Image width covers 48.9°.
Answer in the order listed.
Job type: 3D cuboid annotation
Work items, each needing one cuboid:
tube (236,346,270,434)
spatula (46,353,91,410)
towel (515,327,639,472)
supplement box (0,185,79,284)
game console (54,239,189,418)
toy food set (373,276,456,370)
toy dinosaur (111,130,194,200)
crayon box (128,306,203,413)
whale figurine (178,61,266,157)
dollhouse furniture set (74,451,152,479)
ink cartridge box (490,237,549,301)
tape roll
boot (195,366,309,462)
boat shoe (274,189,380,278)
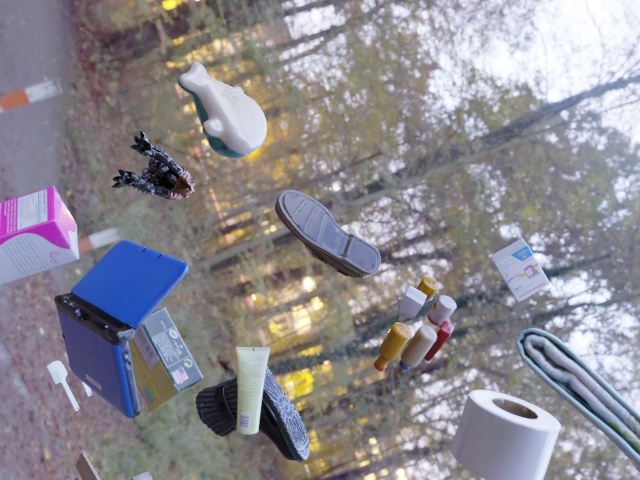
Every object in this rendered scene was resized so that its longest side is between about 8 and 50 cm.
[{"bbox_3d":[-0.191,0.408,1.928,0.062,0.070,0.240,11,-78,36],"label":"tube"},{"bbox_3d":[-0.740,0.413,2.183,0.019,0.168,0.242,21,-41,28],"label":"spatula"},{"bbox_3d":[0.589,0.349,1.491,0.374,0.090,0.320,48,7,31],"label":"towel"},{"bbox_3d":[-0.588,0.000,1.339,0.111,0.220,0.114,78,-7,-45],"label":"supplement box"},{"bbox_3d":[-0.373,0.159,1.353,0.293,0.173,0.250,15,-64,49],"label":"game console"},{"bbox_3d":[0.189,0.174,1.380,0.105,0.111,0.232,-62,175,32],"label":"toy food set"},{"bbox_3d":[-0.430,-0.183,1.949,0.322,0.218,0.164,-9,-120,47],"label":"toy dinosaur"},{"bbox_3d":[-0.426,0.318,1.814,0.202,0.081,0.318,60,-35,7],"label":"crayon box"},{"bbox_3d":[-0.269,-0.331,1.839,0.272,0.141,0.216,44,42,-21],"label":"whale figurine"},{"bbox_3d":[-0.533,0.608,1.788,0.123,0.151,0.144,46,-59,27],"label":"dollhouse furniture set"},{"bbox_3d":[0.475,0.071,1.669,0.122,0.088,0.052,54,10,-21],"label":"ink cartridge box"},{"bbox_3d":[0.486,0.518,1.849,0.246,0.246,0.169,-135,-119,-75],"label":"tape roll"},{"bbox_3d":[-0.212,0.574,2.205,0.348,0.260,0.131,59,18,6],"label":"boot"},{"bbox_3d":[0.000,0.000,1.731,0.307,0.111,0.104,39,-33,-13],"label":"boat shoe"}]
